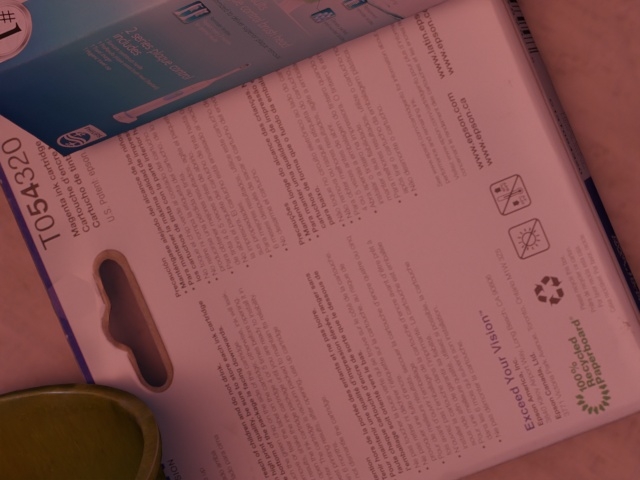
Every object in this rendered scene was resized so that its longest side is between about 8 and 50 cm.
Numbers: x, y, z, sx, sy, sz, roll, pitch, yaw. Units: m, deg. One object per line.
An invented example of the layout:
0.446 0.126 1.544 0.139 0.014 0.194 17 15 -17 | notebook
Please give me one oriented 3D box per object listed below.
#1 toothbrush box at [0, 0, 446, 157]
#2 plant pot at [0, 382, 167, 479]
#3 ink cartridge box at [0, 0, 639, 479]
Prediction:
-0.067 -0.208 1.119 0.295 0.126 0.216 -19 68 15 | toothbrush box
-0.191 0.330 1.154 0.366 0.366 0.353 -19 109 14 | plant pot
0.000 0.000 1.203 0.330 0.071 0.324 -22 92 17 | ink cartridge box
